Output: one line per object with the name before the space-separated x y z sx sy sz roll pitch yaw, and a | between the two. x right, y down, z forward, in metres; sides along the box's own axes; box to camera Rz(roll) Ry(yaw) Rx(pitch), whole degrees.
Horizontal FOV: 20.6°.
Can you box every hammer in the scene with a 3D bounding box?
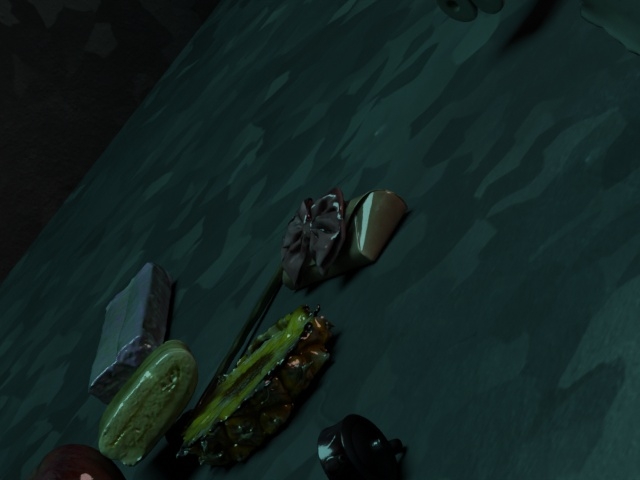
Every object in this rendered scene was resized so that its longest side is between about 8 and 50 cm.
hammer | -0.090 0.114 1.940 0.058 0.029 0.292 -32 20 43

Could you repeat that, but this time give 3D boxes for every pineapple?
pineapple | -0.065 0.148 1.743 0.221 0.047 0.221 -43 11 11

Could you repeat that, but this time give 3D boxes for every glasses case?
glasses case | 0.000 0.000 1.878 0.102 0.070 0.193 -56 16 -25

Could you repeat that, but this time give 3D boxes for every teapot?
teapot | 0.035 0.166 1.363 0.045 0.068 0.100 -36 -15 29

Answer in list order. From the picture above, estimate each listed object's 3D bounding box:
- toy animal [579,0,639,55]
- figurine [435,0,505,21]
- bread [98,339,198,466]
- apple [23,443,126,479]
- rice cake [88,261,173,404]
toy animal | 0.335 -0.300 1.405 0.310 0.251 0.251 -50 15 -5
figurine | 0.250 -0.420 2.006 0.224 0.205 0.382 -26 28 42
bread | -0.178 0.169 1.838 0.139 0.060 0.178 -51 4 -2
apple | -0.259 0.284 1.790 0.153 0.120 0.153 -47 6 7
rice cake | -0.246 0.117 2.321 0.106 0.050 0.298 -46 14 12
